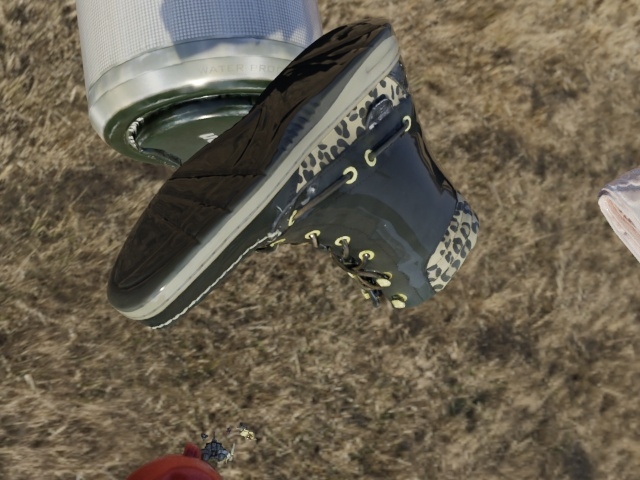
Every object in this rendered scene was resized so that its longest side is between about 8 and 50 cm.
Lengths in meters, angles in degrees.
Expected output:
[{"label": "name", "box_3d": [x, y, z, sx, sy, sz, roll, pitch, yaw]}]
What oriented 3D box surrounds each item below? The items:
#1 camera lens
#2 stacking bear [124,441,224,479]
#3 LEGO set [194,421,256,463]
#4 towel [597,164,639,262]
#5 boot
[{"label": "camera lens", "box_3d": [-0.113, -0.217, 0.735, 0.219, 0.219, 0.274, -2, 76, -36]}, {"label": "stacking bear", "box_3d": [-0.162, 0.323, 0.754, 0.289, 0.164, 0.175, -79, 166, -61]}, {"label": "LEGO set", "box_3d": [-0.113, 0.237, 0.902, 0.054, 0.083, 0.023, 30, 32, -26]}, {"label": "towel", "box_3d": [0.550, 0.004, 1.003, 0.332, 0.053, 0.317, -26, 78, -25]}, {"label": "boot", "box_3d": [0.002, 0.000, 0.498, 0.236, 0.085, 0.178, -49, 126, -18]}]
